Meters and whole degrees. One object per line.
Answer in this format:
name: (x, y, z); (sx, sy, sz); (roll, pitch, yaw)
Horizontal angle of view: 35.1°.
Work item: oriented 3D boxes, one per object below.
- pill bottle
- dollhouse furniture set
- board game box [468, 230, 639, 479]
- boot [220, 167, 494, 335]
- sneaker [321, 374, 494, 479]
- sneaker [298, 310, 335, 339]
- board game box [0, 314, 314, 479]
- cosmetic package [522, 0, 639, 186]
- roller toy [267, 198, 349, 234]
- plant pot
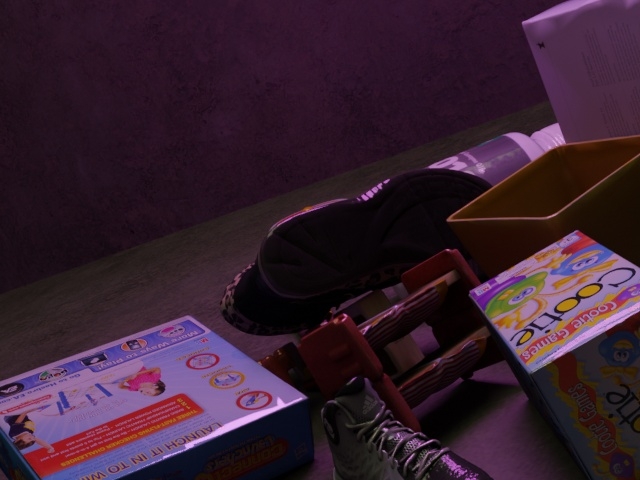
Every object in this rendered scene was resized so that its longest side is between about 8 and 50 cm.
pill bottle: (0.267, -0.049, 1.617); (0.361, 0.204, 0.204); (-23, 11, -8)
dollhouse furniture set: (0.045, 0.165, 1.250); (0.201, 0.152, 0.374); (-29, -4, -35)
board game box: (0.260, 0.106, 0.973); (0.142, 0.144, 0.275); (-31, 11, 4)
boot: (0.050, 0.027, 1.421); (0.378, 0.138, 0.284); (-18, -10, -27)
sneaker: (0.066, 0.196, 0.978); (0.086, 0.132, 0.229); (-28, 12, -33)
sneaker: (-0.021, 0.114, 1.679); (0.070, 0.083, 0.185); (-23, 11, -12)
board game box: (-0.217, 0.219, 1.210); (0.308, 0.086, 0.302); (-18, 25, -29)
cosmetic package: (0.435, -0.138, 1.261); (0.097, 0.377, 0.284); (-30, 14, -28)
roller toy: (0.000, 0.000, 2.037); (0.209, 0.146, 0.191); (-16, 12, 21)
plant pot: (0.326, 0.003, 1.257); (0.212, 0.187, 0.212); (-33, 14, -23)
